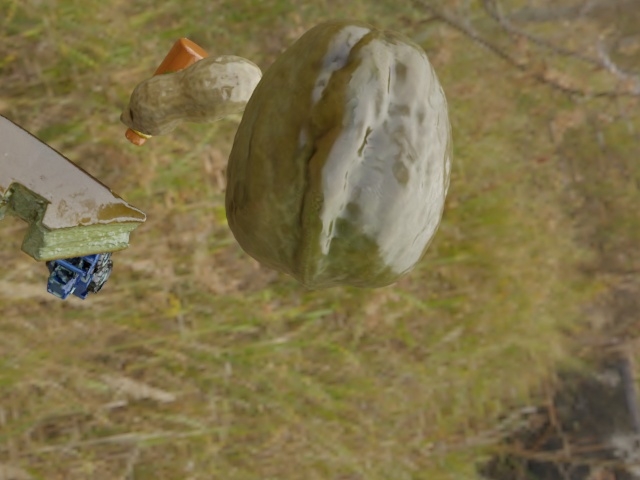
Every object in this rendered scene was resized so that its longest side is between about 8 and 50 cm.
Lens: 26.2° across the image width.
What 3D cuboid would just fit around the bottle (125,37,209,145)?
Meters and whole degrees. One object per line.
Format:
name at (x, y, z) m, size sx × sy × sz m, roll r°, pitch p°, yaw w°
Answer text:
bottle at (-0.250, -0.233, 2.212) m, size 0.069 × 0.187 × 0.069 m, roll 34°, pitch 16°, yaw -11°

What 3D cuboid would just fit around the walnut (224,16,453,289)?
walnut at (0.023, -0.083, 1.413) m, size 0.283 × 0.227 × 0.283 m, roll 16°, pitch 90°, yaw -80°

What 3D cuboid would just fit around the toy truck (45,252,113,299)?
toy truck at (-0.442, 0.026, 2.465) m, size 0.126 × 0.113 × 0.208 m, roll -59°, pitch 174°, yaw -35°

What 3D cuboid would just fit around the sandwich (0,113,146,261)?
sandwich at (-0.306, -0.047, 1.431) m, size 0.244 × 0.090 × 0.088 m, roll 33°, pitch 52°, yaw -11°

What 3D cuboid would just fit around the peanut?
peanut at (-0.186, -0.199, 1.928) m, size 0.104 × 0.227 × 0.086 m, roll 28°, pitch 53°, yaw -61°
